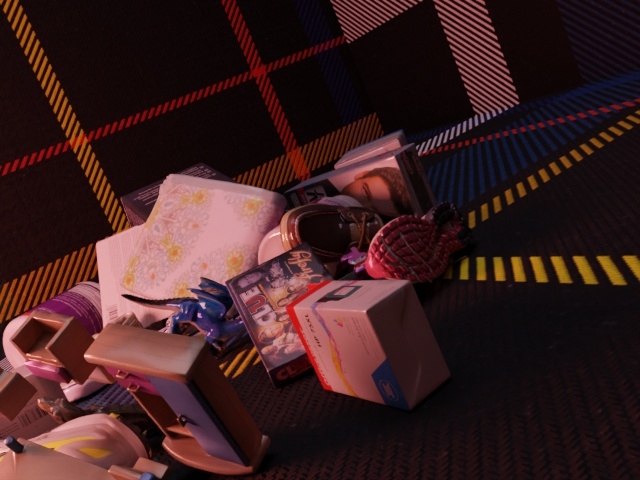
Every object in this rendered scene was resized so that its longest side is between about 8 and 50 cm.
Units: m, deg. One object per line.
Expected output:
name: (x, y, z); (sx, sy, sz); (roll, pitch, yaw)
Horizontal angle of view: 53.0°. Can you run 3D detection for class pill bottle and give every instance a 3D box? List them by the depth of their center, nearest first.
pill bottle: (0.000, 0.000, 1.430); (0.169, 0.169, 0.301); (-18, 13, 29)
pill bottle: (-0.658, 0.225, 1.705); (0.181, 0.182, 0.323); (-18, 12, 27)

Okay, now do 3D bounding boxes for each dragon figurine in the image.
dragon figurine: (-0.216, 0.124, 1.210); (0.144, 0.289, 0.085); (-60, -1, 16)

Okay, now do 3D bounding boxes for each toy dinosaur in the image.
toy dinosaur: (-0.269, 0.263, 0.926); (0.268, 0.064, 0.118); (6, -38, -31)

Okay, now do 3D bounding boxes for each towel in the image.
towel: (-0.284, 0.010, 1.520); (0.374, 0.090, 0.321); (12, 74, 34)

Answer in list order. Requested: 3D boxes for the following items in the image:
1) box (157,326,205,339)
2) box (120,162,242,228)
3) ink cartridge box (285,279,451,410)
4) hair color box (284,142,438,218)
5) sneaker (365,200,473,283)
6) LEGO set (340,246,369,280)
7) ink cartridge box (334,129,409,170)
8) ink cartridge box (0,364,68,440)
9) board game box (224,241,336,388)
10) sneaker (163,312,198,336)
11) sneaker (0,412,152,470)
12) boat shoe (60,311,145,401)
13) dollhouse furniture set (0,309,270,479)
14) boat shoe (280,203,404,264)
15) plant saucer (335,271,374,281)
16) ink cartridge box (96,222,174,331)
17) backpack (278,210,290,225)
box: (-0.303, 0.214, 1.392); (0.114, 0.036, 0.207); (-27, 11, -17)
box: (-0.357, -0.039, 1.903); (0.293, 0.212, 0.395); (-28, 36, -26)
ink cartridge box: (0.042, 0.125, 0.822); (0.078, 0.134, 0.231); (-31, 12, -30)
hair color box: (0.100, -0.102, 1.666); (0.374, 0.185, 0.113); (-15, 14, 41)
sneaker: (0.168, 0.022, 1.138); (0.112, 0.121, 0.299); (-39, -12, 35)
LEGO set: (-0.004, 0.094, 1.157); (0.227, 0.087, 0.093); (-25, 38, -9)
ink cartridge box: (0.180, -0.186, 1.875); (0.197, 0.198, 0.270); (-20, 11, 14)
ink cartridge box: (-0.434, 0.286, 0.951); (0.128, 0.176, 0.127); (-26, 8, -16)
board game box: (-0.045, 0.111, 1.046); (0.165, 0.042, 0.243); (-26, 38, -9)
sneaker: (-0.295, 0.176, 1.299); (0.052, 0.058, 0.135); (-14, 15, 39)
sneaker: (-0.405, 0.324, 0.790); (0.384, 0.145, 0.147); (-23, 10, 10)
boat shoe: (-0.491, 0.256, 1.433); (0.109, 0.094, 0.302); (-20, 11, 18)
dollhouse furniture set: (-0.243, 0.263, 0.660); (0.286, 0.198, 0.303); (4, 45, 27)
boat shoe: (0.074, -0.018, 1.252); (0.342, 0.123, 0.123); (6, -16, -44)
plant saucer: (0.096, 0.063, 1.253); (0.192, 0.018, 0.067); (-28, -23, -20)
ink cartridge box: (-0.446, 0.095, 1.659); (0.261, 0.296, 0.066); (-22, -28, 12)
backpack: (-0.116, 0.022, 1.590); (0.165, 0.144, 0.188); (-17, 40, 40)
